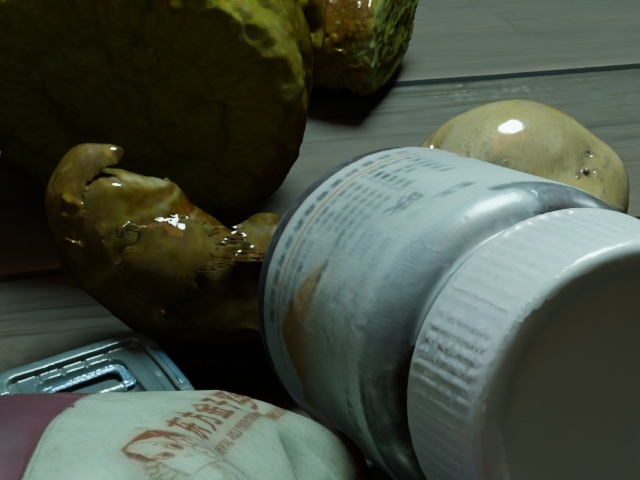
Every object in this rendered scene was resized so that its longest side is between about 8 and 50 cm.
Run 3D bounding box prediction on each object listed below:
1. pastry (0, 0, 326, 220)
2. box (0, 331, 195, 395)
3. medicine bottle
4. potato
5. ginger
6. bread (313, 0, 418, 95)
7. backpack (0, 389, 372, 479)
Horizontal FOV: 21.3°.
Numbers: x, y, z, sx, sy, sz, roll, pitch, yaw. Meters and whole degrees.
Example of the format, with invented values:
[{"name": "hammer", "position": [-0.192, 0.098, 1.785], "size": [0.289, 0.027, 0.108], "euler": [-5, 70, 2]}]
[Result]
[{"name": "pastry", "position": [-0.116, -0.113, 1.064], "size": [0.235, 0.240, 0.132], "euler": [3, 40, 2]}, {"name": "box", "position": [-0.121, 0.099, 0.915], "size": [0.099, 0.054, 0.074], "euler": [-17, 42, -27]}, {"name": "medicine bottle", "position": [0.083, 0.049, 0.802], "size": [0.165, 0.165, 0.273], "euler": [-9, 12, -17]}, {"name": "potato", "position": [0.125, -0.035, 1.086], "size": [0.147, 0.112, 0.112], "euler": [6, 34, -7]}, {"name": "ginger", "position": [-0.006, 0.013, 0.986], "size": [0.309, 0.133, 0.107], "euler": [3, 24, -15]}, {"name": "bread", "position": [-0.022, -0.173, 1.270], "size": [0.172, 0.103, 0.132], "euler": [13, 36, 15]}, {"name": "backpack", "position": [-0.139, 0.161, 0.684], "size": [0.317, 0.197, 0.283], "euler": [-3, -5, 7]}]
